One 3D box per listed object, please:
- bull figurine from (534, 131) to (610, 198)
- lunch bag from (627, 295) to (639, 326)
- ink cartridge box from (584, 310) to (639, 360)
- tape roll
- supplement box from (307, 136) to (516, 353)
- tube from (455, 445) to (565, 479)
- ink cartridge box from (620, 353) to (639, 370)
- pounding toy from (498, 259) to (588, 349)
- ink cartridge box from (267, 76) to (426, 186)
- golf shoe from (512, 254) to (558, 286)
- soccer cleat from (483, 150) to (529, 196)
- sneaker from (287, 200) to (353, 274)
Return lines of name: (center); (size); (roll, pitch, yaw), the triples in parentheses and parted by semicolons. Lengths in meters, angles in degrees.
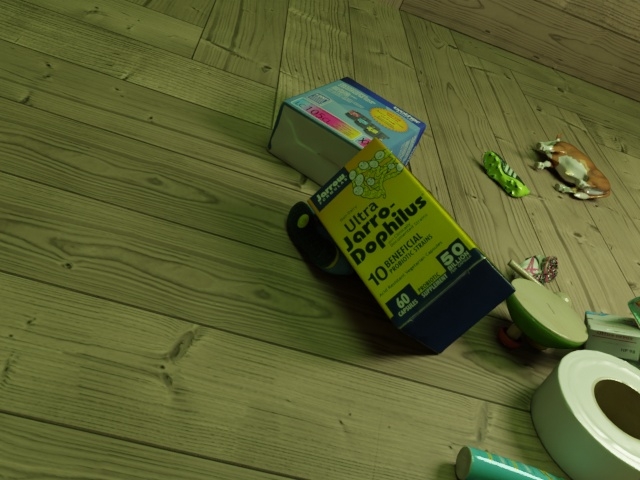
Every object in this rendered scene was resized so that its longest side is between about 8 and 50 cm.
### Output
bull figurine: (0.783, -0.240, 2.186); (0.189, 0.101, 0.310); (-8, 44, -34)
lunch bag: (0.781, 0.208, 1.399); (0.223, 0.160, 0.262); (10, 47, -48)
ink cartridge box: (0.607, 0.200, 1.435); (0.104, 0.060, 0.180); (8, 9, 18)
tape roll: (0.535, 0.336, 1.250); (0.286, 0.100, 0.286); (16, 34, -12)
supplement box: (0.167, 0.007, 1.321); (0.195, 0.194, 0.356); (35, 16, -51)
tube: (0.319, 0.379, 1.100); (0.207, 0.052, 0.080); (18, 9, -13)
ink cartridge box: (0.794, 0.312, 1.476); (0.371, 0.069, 0.175); (3, 39, -33)
pounding toy: (0.439, 0.166, 1.424); (0.183, 0.110, 0.237); (31, 26, -2)
ink cartridge box: (0.087, -0.273, 1.752); (0.270, 0.151, 0.395); (34, 33, 13)
golf shoe: (0.480, 0.092, 1.591); (0.086, 0.067, 0.186); (5, 26, 39)
soccer cleat: (0.540, -0.191, 2.009); (0.072, 0.060, 0.178); (4, 45, -43)
sneaker: (0.000, 0.000, 1.409); (0.082, 0.069, 0.209); (28, 18, -45)
